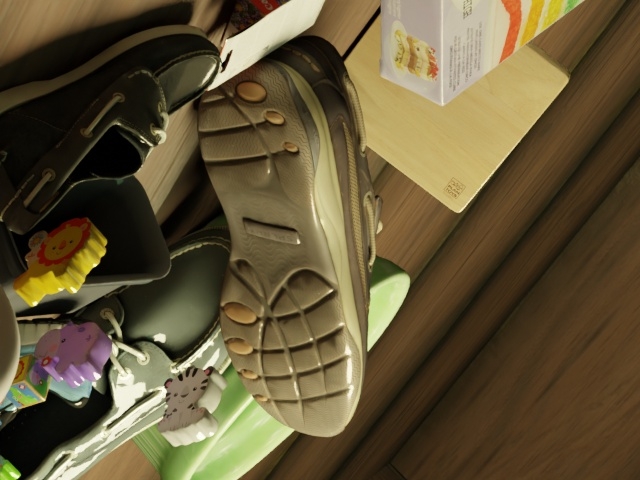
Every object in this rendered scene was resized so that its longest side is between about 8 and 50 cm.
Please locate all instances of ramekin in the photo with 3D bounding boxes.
[{"bbox_3d":[-0.073,0.092,1.682,0.303,0.148,0.303,-43,167,-12],"label":"ramekin"}]

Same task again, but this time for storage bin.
[{"bbox_3d":[-0.185,0.003,1.183,0.091,0.098,0.135,-32,163,34],"label":"storage bin"}]

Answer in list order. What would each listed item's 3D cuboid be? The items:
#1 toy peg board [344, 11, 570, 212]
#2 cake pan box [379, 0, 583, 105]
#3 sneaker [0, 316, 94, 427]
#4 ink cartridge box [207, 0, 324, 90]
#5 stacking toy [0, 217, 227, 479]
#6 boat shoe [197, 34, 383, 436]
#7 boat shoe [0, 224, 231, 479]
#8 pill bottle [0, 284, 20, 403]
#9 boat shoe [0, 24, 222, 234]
[{"bbox_3d":[0.111,-0.140,1.558,0.161,0.161,0.079,-52,-179,26],"label":"toy peg board"},{"bbox_3d":[0.143,-0.265,1.283,0.245,0.070,0.267,-38,144,-32],"label":"cake pan box"},{"bbox_3d":[-0.229,0.091,1.205,0.162,0.073,0.063,-3,-179,4],"label":"sneaker"},{"bbox_3d":[-0.042,-0.158,1.275,0.115,0.029,0.063,-36,165,-34],"label":"ink cartridge box"},{"bbox_3d":[-0.189,0.079,1.127,0.221,0.167,0.052,-18,-139,25],"label":"stacking toy"},{"bbox_3d":[0.000,0.000,1.424,0.130,0.132,0.355,-43,140,-42],"label":"boat shoe"},{"bbox_3d":[-0.174,0.110,1.495,0.319,0.116,0.099,-42,172,6],"label":"boat shoe"},{"bbox_3d":[-0.298,0.126,1.032,0.161,0.161,0.283,-29,159,-53],"label":"pill bottle"},{"bbox_3d":[-0.135,-0.071,1.138,0.233,0.079,0.084,-34,160,-48],"label":"boat shoe"}]
